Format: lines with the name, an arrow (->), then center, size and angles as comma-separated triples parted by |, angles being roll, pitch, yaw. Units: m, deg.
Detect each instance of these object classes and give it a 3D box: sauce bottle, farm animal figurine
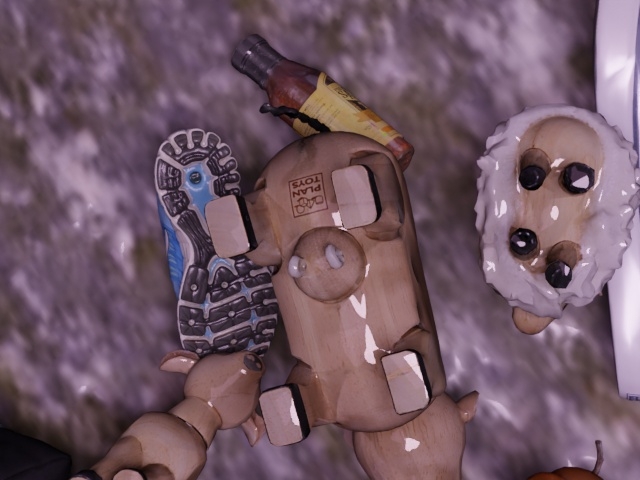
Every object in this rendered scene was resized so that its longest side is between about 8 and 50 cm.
sauce bottle -> -0.001, -0.081, 0.846 | 0.128, 0.042, 0.042 | 41, 99, 13
farm animal figurine -> 0.006, 0.086, 0.763 | 0.330, 0.172, 0.327 | 2, 95, 13

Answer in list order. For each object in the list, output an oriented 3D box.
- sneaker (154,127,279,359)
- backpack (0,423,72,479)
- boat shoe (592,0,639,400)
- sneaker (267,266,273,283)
sneaker -> -0.067, 0.007, 0.858 | 0.063, 0.073, 0.162 | -10, 102, -11
backpack -> -0.386, 0.157, 0.867 | 0.355, 0.273, 0.290 | 39, 106, 27
boat shoe -> 0.199, -0.040, 0.766 | 0.084, 0.095, 0.258 | -4, 97, 13
sneaker -> 0.000, 0.000, 0.848 | 0.083, 0.032, 0.037 | -16, 83, 15
